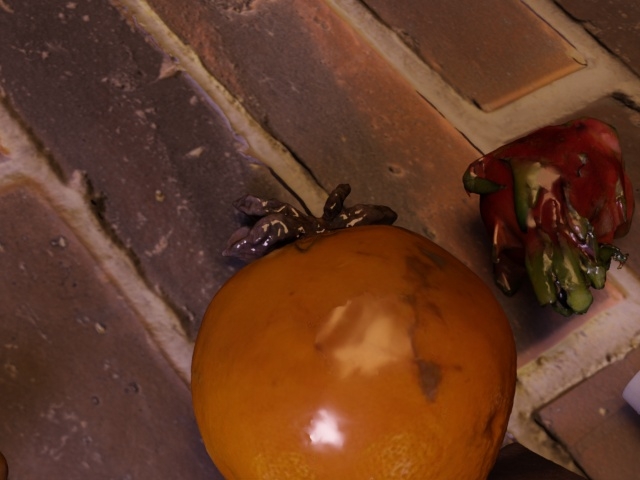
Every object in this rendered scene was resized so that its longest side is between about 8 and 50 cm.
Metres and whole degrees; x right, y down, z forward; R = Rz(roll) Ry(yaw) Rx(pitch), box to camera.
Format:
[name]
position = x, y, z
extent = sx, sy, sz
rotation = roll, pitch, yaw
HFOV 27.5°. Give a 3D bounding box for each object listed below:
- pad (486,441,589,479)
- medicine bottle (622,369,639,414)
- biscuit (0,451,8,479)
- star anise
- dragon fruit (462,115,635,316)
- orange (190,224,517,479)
[pad]
position = 0.122, 0.290, 1.218
extent = 0.330, 0.004, 0.220
rotation = -23, 23, -26
[medicine bottle]
position = 0.387, 0.186, 1.378
extent = 0.080, 0.080, 0.130
rotation = -28, 60, -28
[biscuit]
position = -0.455, 0.231, 1.169
extent = 0.291, 0.062, 0.237
rotation = 16, 40, 21
[star anise]
position = -0.001, 0.012, 1.467
extent = 0.212, 0.073, 0.197
rotation = -7, 50, -12
[dragon fruit]
position = 0.278, -0.018, 1.482
extent = 0.200, 0.198, 0.269
rotation = 10, 45, -35
[orange]
position = 0.033, 0.133, 1.227
extent = 0.312, 0.312, 0.312
rotation = 4, 50, -5
